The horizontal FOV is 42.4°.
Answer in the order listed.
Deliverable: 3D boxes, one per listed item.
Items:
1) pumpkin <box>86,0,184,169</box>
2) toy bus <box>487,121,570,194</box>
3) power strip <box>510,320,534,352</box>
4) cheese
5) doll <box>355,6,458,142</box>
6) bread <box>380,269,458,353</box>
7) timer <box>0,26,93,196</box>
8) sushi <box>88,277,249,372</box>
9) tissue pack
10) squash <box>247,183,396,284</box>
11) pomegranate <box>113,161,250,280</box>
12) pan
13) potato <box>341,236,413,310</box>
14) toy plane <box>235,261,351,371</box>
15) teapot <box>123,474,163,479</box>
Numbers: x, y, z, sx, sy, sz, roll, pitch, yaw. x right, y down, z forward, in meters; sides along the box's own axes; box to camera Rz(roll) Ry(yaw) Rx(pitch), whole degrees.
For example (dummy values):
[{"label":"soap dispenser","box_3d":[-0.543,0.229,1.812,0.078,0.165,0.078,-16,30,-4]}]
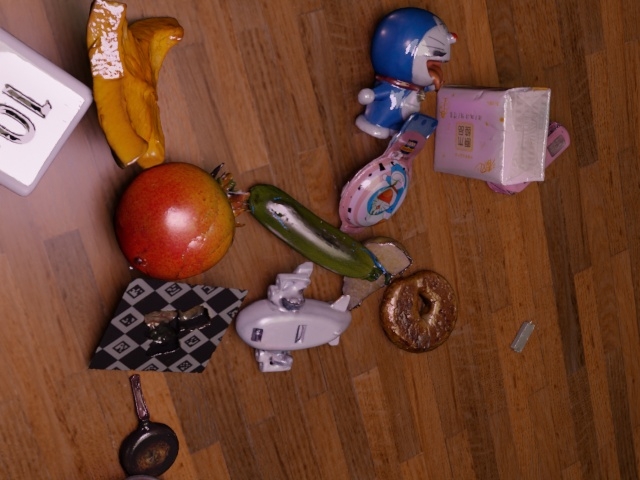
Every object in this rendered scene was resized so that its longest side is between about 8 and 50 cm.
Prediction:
[{"label":"pumpkin","box_3d":[-0.288,-0.242,1.308,0.095,0.290,0.258,-4,96,7]},{"label":"toy bus","box_3d":[0.455,-0.180,1.806,0.203,0.090,0.063,-43,116,-14]},{"label":"power strip","box_3d":[0.477,0.225,1.943,0.027,0.017,0.083,32,86,-30]},{"label":"cheese","box_3d":[0.129,-0.127,1.615,0.189,0.074,0.286,6,124,-52]},{"label":"doll","box_3d":[0.160,-0.316,1.587,0.215,0.161,0.256,-11,120,-54]},{"label":"bread","box_3d":[0.211,0.153,1.768,0.193,0.064,0.193,-2,95,-26]},{"label":"timer","box_3d":[-0.489,-0.203,1.251,0.195,0.194,0.192,35,84,-27]},{"label":"sushi","box_3d":[-0.278,0.144,1.489,0.231,0.047,0.219,9,124,-37]},{"label":"tissue pack","box_3d":[0.338,-0.218,1.659,0.124,0.225,0.184,-7,104,-27]},{"label":"squash","box_3d":[-0.001,0.000,1.581,0.332,0.087,0.087,32,85,-16]},{"label":"pomegranate","box_3d":[-0.236,-0.038,1.409,0.235,0.210,0.210,-30,113,-12]},{"label":"pan","box_3d":[-0.324,0.351,1.543,0.115,0.040,0.212,-15,108,-30]},{"label":"potato","box_3d":[0.098,0.051,1.688,0.172,0.089,0.100,-42,102,18]},{"label":"toy plane","box_3d":[-0.051,0.154,1.605,0.245,0.117,0.244,-12,124,-18]},{"label":"teapot","box_3d":[-0.382,0.596,1.467,0.315,0.233,0.312,34,95,-19]}]
